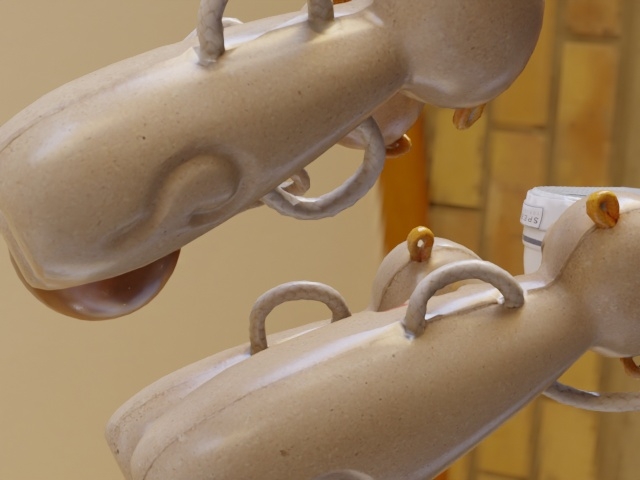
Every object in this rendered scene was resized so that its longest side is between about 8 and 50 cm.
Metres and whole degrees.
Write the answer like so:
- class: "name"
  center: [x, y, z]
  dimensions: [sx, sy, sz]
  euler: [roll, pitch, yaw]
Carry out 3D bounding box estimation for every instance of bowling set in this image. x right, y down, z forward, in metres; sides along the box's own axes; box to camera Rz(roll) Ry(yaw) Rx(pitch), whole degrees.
- class: "bowling set"
  center: [0.000, 0.000, 0.531]
  dimensions: [0.154, 0.200, 0.287]
  euler: [-27, -46, -9]

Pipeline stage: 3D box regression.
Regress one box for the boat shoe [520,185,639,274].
- class: "boat shoe"
  center: [0.212, 0.011, 1.032]
  dimensions: [0.083, 0.226, 0.076]
  euler: [-129, 42, -75]
